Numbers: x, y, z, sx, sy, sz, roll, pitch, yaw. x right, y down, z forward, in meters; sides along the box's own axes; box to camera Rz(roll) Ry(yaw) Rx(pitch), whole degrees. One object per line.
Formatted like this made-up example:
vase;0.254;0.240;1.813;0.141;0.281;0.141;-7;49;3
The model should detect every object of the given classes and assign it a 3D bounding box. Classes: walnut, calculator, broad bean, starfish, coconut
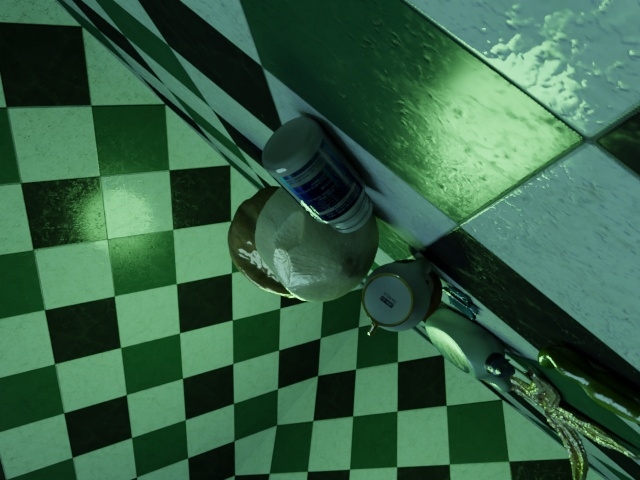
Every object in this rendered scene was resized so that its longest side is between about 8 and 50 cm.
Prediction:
walnut;-0.116;0.007;1.594;0.381;0.381;0.381;40;176;3
calculator;0.310;0.136;1.092;0.094;0.019;0.141;38;174;30
broad bean;0.414;0.215;0.735;0.070;0.048;0.213;51;170;-33
starfish;0.586;0.459;1.298;0.398;0.132;0.384;56;172;20
coconut;0.000;0.000;1.013;0.237;0.237;0.266;44;-179;-39

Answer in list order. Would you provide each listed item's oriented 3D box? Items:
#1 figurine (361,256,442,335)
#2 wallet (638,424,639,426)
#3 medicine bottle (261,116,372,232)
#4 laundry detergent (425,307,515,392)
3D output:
figurine;0.170;0.115;1.036;0.142;0.189;0.263;43;-167;17
wallet;0.526;0.291;0.651;0.137;0.031;0.255;40;177;-6
medicine bottle;0.003;-0.096;0.785;0.191;0.107;0.107;43;175;-40
laundry detergent;0.403;0.294;1.275;0.215;0.105;0.280;55;170;-20
